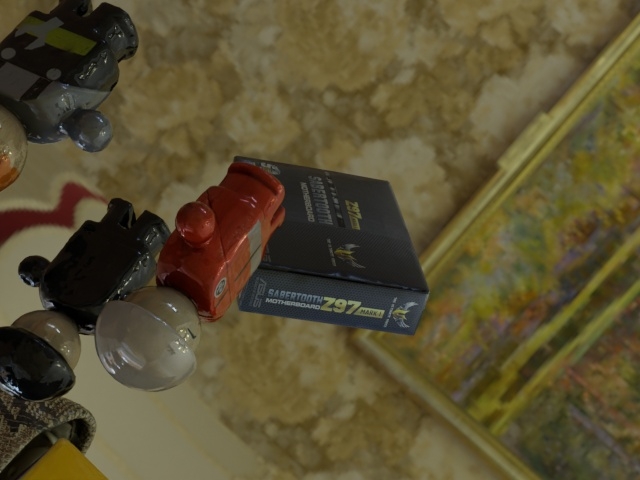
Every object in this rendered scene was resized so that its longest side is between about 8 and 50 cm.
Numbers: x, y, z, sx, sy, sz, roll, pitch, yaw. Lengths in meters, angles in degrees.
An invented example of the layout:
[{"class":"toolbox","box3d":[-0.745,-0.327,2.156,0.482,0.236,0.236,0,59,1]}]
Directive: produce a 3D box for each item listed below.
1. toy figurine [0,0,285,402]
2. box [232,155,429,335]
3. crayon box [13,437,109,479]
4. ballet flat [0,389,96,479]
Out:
[{"class":"toy figurine","box3d":[-0.153,-0.014,0.678,0.213,0.209,0.148,-8,-141,50]},{"class":"box","box3d":[0.000,0.000,1.231,0.232,0.183,0.059,-102,-154,-57]},{"class":"crayon box","box3d":[-0.162,0.347,0.640,0.363,0.313,0.106,-47,-177,-39]},{"class":"ballet flat","box3d":[-0.359,0.349,1.187,0.164,0.182,0.482,69,32,-44]}]
